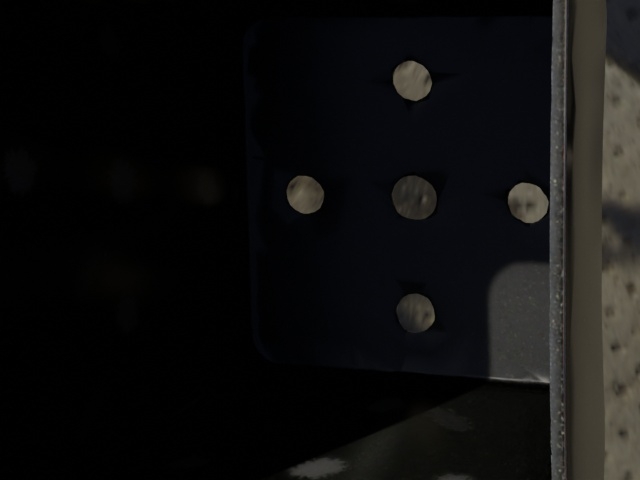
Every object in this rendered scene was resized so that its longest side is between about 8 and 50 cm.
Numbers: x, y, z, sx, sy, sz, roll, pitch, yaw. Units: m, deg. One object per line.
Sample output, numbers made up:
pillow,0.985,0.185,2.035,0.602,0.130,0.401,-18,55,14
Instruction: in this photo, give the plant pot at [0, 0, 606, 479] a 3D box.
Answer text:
plant pot,0.000,0.000,0.533,0.188,0.167,0.187,2,100,21
